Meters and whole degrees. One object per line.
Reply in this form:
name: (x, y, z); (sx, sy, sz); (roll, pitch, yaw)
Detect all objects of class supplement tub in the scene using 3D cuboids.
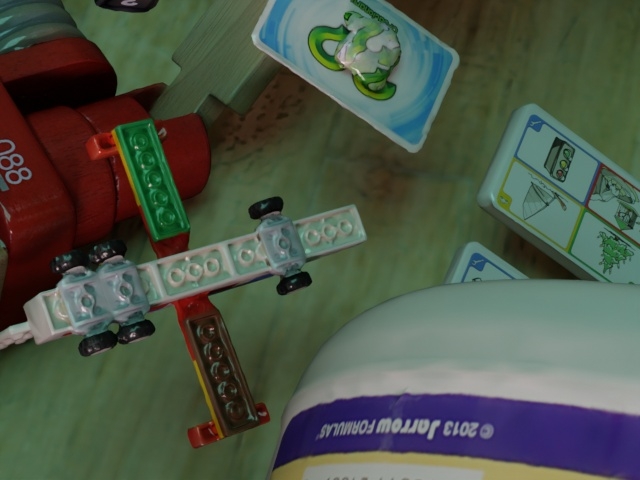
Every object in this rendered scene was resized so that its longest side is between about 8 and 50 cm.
supplement tub: (0.065, 0.201, 0.372); (0.241, 0.241, 0.331); (13, 70, 13)

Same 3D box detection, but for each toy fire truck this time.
toy fire truck: (-0.115, -0.092, 0.657); (0.246, 0.158, 0.217); (-19, 62, -30)

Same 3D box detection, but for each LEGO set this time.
LEGO set: (0.000, 0.000, 0.585); (0.244, 0.060, 0.182); (33, 61, -17)
